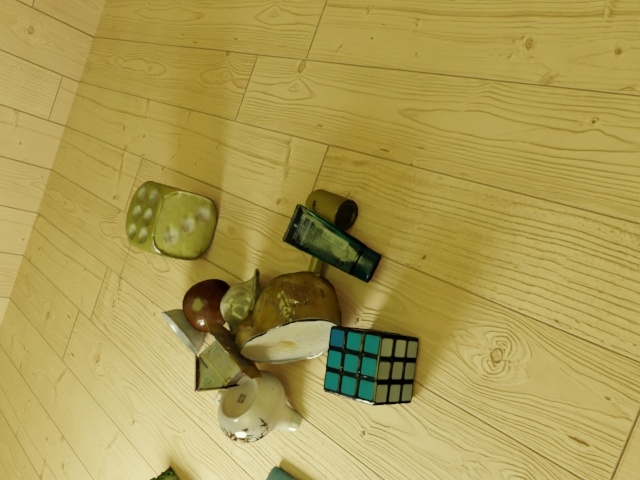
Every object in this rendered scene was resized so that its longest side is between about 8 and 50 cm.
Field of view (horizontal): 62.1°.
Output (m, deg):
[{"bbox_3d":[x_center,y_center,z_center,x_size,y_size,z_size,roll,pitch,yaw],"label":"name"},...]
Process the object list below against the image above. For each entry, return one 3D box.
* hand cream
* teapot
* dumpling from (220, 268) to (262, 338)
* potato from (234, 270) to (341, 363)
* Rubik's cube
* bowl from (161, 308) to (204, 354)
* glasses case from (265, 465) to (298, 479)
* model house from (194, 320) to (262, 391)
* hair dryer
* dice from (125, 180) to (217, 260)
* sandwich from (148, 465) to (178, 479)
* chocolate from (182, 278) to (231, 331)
[{"bbox_3d":[0.027,0.013,1.417,0.271,0.061,0.120,29,111,14],"label":"hand cream"},{"bbox_3d":[-0.202,0.475,1.530,0.300,0.166,0.208,-9,56,49],"label":"teapot"},{"bbox_3d":[-0.215,0.173,1.571,0.247,0.142,0.172,-90,25,-56],"label":"dumpling"},{"bbox_3d":[-0.083,0.198,1.433,0.300,0.246,0.196,-30,49,27],"label":"potato"},{"bbox_3d":[0.122,0.297,1.275,0.162,0.163,0.160,1,80,44],"label":"Rubik's cube"},{"bbox_3d":[-0.442,0.288,1.785,0.086,0.189,0.189,-39,44,-25],"label":"bowl"},{"bbox_3d":[-0.052,0.703,1.395,0.266,0.056,0.105,13,89,41],"label":"glasses case"},{"bbox_3d":[-0.278,0.343,1.459,0.136,0.219,0.207,-43,78,-3],"label":"model house"},{"bbox_3d":[0.000,0.000,1.507,0.135,0.090,0.278,25,102,41],"label":"hair dryer"},{"bbox_3d":[-0.524,-0.069,1.861,0.227,0.233,0.238,16,90,42],"label":"dice"},{"bbox_3d":[-0.486,0.899,1.682,0.212,0.109,0.291,2,81,41],"label":"sandwich"},{"bbox_3d":[-0.356,0.201,1.707,0.177,0.177,0.176,-11,73,38],"label":"chocolate"}]
